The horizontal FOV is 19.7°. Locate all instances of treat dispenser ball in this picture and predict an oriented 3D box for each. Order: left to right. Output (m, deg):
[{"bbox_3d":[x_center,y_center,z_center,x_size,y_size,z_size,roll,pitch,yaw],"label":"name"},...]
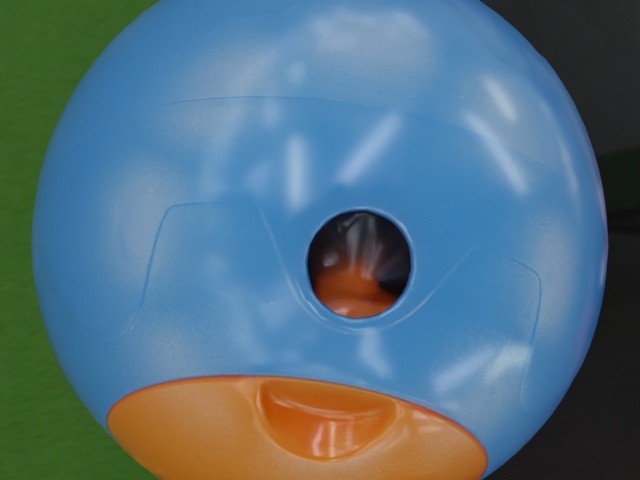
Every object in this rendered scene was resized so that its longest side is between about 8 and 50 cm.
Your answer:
[{"bbox_3d":[0.000,0.000,0.929,0.288,0.288,0.288,7,78,-36],"label":"treat dispenser ball"}]
